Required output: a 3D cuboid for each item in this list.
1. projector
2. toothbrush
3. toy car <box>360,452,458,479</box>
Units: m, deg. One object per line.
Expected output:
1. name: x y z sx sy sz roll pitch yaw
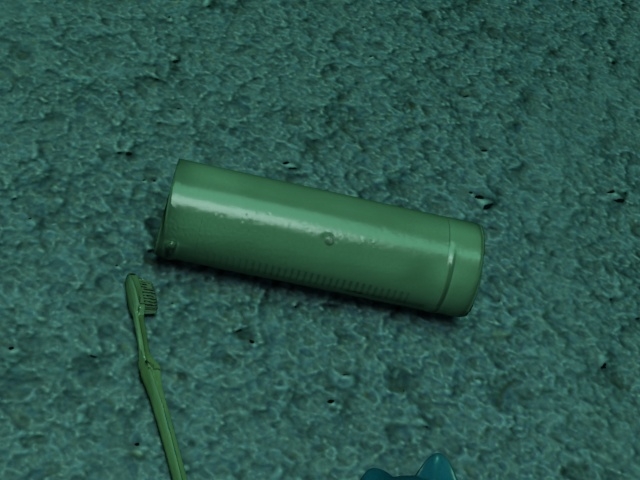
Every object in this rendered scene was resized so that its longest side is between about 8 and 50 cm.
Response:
1. projector: 0.000 0.000 1.152 0.337 0.108 0.108 12 49 -7
2. toothbrush: -0.152 0.150 1.036 0.028 0.026 0.294 8 48 -30
3. toy car: 0.111 0.281 0.901 0.255 0.188 0.190 16 42 0
